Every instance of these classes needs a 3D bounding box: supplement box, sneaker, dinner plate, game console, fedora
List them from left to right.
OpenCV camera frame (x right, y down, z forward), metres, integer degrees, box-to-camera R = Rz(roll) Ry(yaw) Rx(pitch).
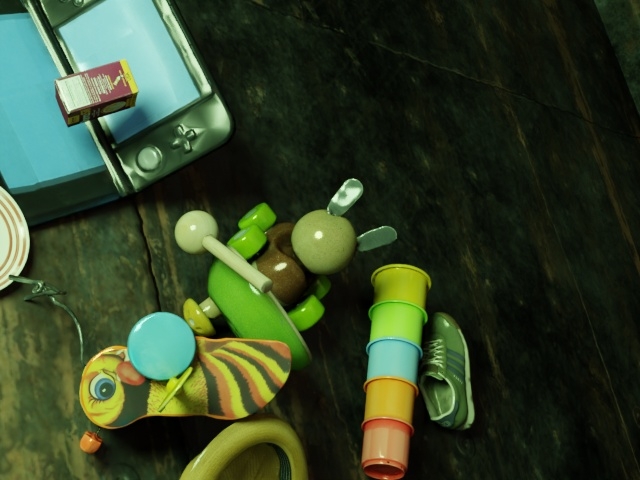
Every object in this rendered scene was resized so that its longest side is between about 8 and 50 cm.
[{"bbox_3d":[-0.375,-0.007,0.929,0.141,0.017,0.141,22,55,-36],"label":"dinner plate"},{"bbox_3d":[-0.283,-0.196,1.040,0.293,0.250,0.173,63,12,2],"label":"game console"},{"bbox_3d":[-0.253,-0.166,0.999,0.083,0.055,0.043,-21,87,-18],"label":"supplement box"},{"bbox_3d":[-0.101,0.279,0.984,0.194,0.079,0.194,-11,106,-41],"label":"fedora"},{"bbox_3d":[0.188,0.201,1.389,0.086,0.064,0.192,14,60,-49],"label":"sneaker"}]

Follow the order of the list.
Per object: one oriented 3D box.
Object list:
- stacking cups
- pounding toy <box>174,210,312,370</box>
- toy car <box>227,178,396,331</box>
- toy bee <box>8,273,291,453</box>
[{"bbox_3d":[0.112,0.190,1.294,0.096,0.096,0.316,31,48,-32],"label":"stacking cups"},{"bbox_3d":[-0.113,0.093,1.076,0.183,0.110,0.237,45,-13,37],"label":"pounding toy"},{"bbox_3d":[0.000,0.000,1.188,0.155,0.188,0.149,51,20,-15],"label":"toy car"},{"bbox_3d":[-0.190,0.154,0.955,0.195,0.298,0.162,45,58,-75],"label":"toy bee"}]
